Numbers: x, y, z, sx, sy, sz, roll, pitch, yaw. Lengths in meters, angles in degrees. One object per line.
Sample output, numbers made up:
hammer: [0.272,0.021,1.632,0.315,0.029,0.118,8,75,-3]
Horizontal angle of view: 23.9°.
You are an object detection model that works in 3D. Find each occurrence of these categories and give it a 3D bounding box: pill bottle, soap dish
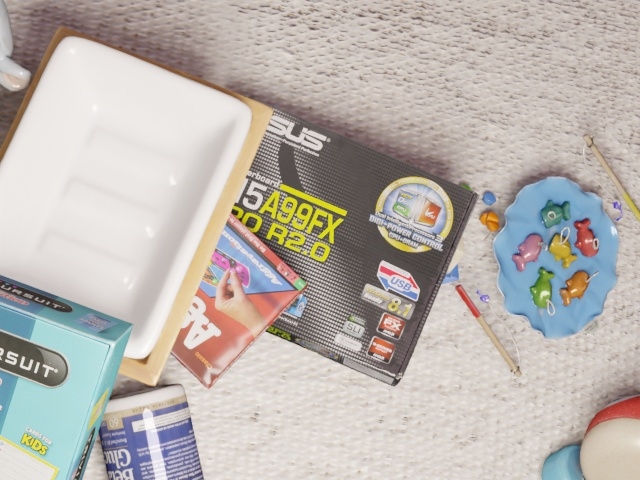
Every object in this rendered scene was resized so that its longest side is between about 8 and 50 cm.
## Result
pill bottle: [-0.165,0.235,1.517,0.094,0.094,0.169,-12,88,-20]
soap dish: [-0.203,-0.032,1.458,0.229,0.118,0.291,22,79,5]

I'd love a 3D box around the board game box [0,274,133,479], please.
board game box: [-0.343,0.192,1.368,0.253,0.079,0.336,20,101,3]

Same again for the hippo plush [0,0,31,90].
hippo plush: [-0.384,-0.262,1.469,0.294,0.234,0.237,-9,109,-60]

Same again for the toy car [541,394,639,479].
toy car: [0.404,0.216,1.688,0.210,0.219,0.238,44,44,-9]

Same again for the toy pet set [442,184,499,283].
toy pet set: [0.132,-0.007,1.675,0.122,0.065,0.114,16,44,-19]

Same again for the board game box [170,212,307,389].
board game box: [-0.164,0.002,1.526,0.281,0.027,0.145,43,81,8]

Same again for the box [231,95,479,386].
box: [0.000,0.000,1.575,0.270,0.060,0.216,24,77,4]

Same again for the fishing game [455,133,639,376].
fishing game: [0.272,0.023,1.696,0.264,0.041,0.189,-44,114,-23]
